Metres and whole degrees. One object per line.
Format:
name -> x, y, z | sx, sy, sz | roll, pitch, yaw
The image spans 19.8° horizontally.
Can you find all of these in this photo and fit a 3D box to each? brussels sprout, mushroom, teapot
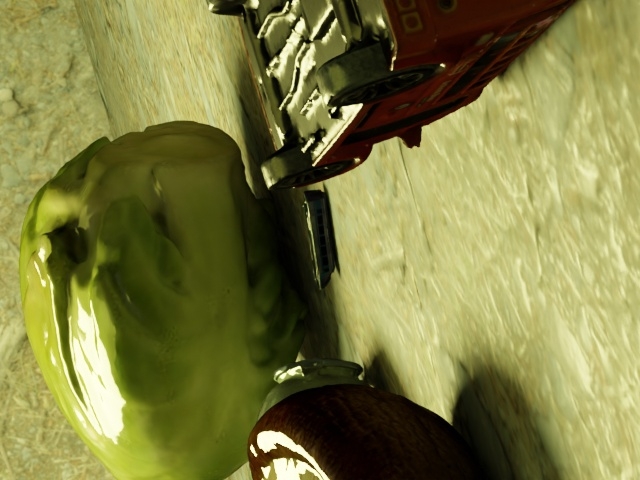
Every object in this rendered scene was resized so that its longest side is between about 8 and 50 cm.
brussels sprout -> -0.136, 0.060, 1.597 | 0.328, 0.247, 0.328 | 39, 136, 52
mushroom -> 0.046, 0.175, 1.096 | 0.231, 0.138, 0.194 | 45, 138, 48
teapot -> 0.015, 0.141, 1.344 | 0.111, 0.149, 0.108 | -20, 66, 43

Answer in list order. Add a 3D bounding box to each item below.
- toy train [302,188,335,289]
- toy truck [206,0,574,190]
toy train -> 0.000, 0.000, 1.365 | 0.017, 0.017, 0.083 | -115, 14, -54
toy truck -> 0.026, -0.101, 0.781 | 0.252, 0.114, 0.107 | 135, 118, -77
